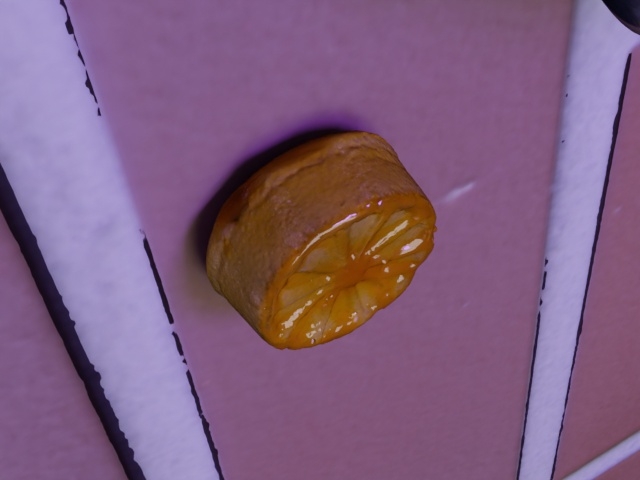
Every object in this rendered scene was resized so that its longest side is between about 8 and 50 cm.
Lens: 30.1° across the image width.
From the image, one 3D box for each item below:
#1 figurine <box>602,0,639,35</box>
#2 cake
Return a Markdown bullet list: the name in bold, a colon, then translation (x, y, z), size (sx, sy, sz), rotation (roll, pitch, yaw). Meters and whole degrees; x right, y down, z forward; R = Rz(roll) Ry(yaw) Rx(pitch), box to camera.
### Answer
- **figurine**: translation (0.178, -0.136, 0.328), size (0.287, 0.186, 0.176), rotation (-33, 176, -39)
- **cake**: translation (0.000, 0.000, 0.430), size (0.084, 0.044, 0.084), rotation (-26, 147, -18)
